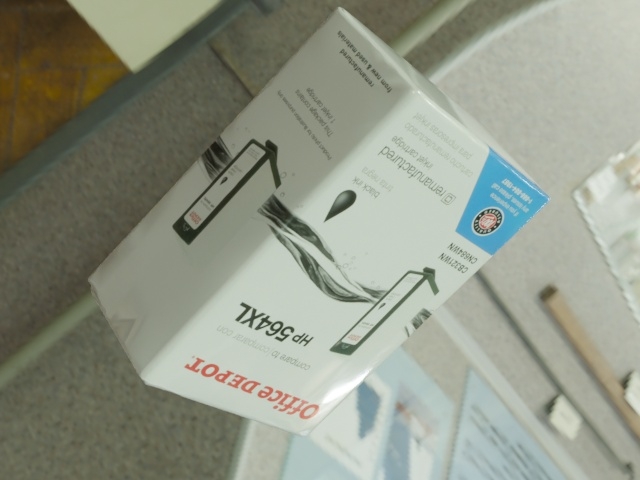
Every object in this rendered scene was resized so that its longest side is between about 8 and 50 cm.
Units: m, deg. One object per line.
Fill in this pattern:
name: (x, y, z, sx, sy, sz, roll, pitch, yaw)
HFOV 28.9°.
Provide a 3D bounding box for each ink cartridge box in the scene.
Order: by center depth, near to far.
ink cartridge box: (0.000, 0.000, 0.673, 0.203, 0.086, 0.148, -47, 140, 12)
